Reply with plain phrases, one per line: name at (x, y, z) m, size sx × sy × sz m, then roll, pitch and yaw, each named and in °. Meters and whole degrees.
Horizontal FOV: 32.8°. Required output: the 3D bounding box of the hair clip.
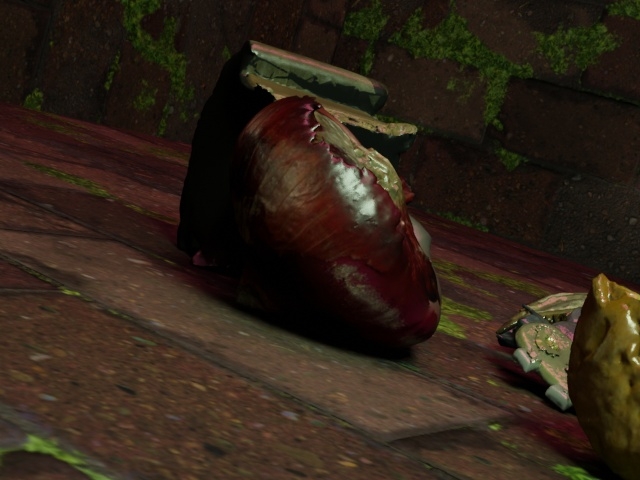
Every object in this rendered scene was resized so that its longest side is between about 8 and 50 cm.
hair clip at (0.251, 0.121, 1.074) m, size 0.146 × 0.056 × 0.187 m, roll -3°, pitch 28°, yaw -38°

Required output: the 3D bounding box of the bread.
bread at (0.290, 0.130, 0.800) m, size 0.229 × 0.140 × 0.143 m, roll 31°, pitch 14°, yaw 38°

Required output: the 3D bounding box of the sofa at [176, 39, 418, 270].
sofa at (-0.036, -0.080, 1.247) m, size 0.200 × 0.258 × 0.182 m, roll 14°, pitch 21°, yaw -20°

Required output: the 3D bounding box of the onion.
onion at (0.000, 0.000, 1.040) m, size 0.272 × 0.195 × 0.272 m, roll 56°, pitch 8°, yaw -12°

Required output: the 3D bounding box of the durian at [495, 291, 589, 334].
durian at (0.283, 0.107, 1.228) m, size 0.188 × 0.091 × 0.148 m, roll -1°, pitch 5°, yaw -21°
